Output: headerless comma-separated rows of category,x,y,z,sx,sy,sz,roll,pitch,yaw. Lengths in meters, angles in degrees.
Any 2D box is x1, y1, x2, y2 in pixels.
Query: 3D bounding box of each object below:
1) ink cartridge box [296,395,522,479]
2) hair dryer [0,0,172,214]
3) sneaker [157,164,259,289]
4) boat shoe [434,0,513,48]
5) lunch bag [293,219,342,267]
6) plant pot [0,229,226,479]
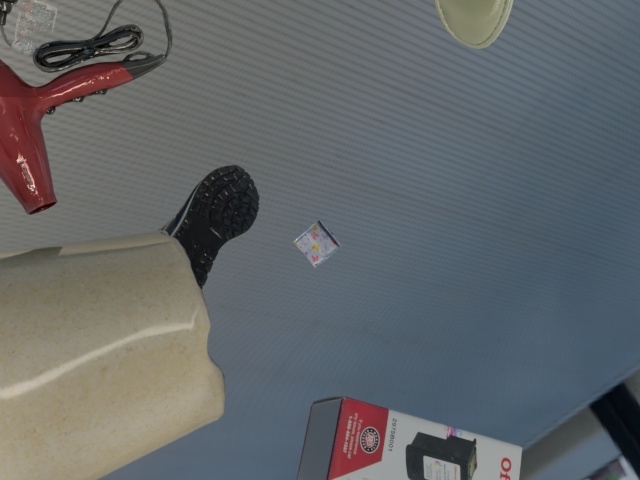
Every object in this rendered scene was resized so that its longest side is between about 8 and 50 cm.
ink cartridge box,0.072,0.213,0.655,0.175,0.127,0.072,19,158,-18
hair dryer,-0.307,-0.173,0.903,0.224,0.293,0.080,14,175,-5
sneaker,-0.202,-0.011,1.170,0.124,0.283,0.107,-13,120,39
boat shoe,0.221,-0.409,1.042,0.113,0.127,0.340,-52,149,-23
lunch bag,0.000,0.000,1.534,0.053,0.071,0.083,-39,180,39
plant pot,-0.277,0.129,0.837,0.306,0.333,0.333,-16,142,-19
